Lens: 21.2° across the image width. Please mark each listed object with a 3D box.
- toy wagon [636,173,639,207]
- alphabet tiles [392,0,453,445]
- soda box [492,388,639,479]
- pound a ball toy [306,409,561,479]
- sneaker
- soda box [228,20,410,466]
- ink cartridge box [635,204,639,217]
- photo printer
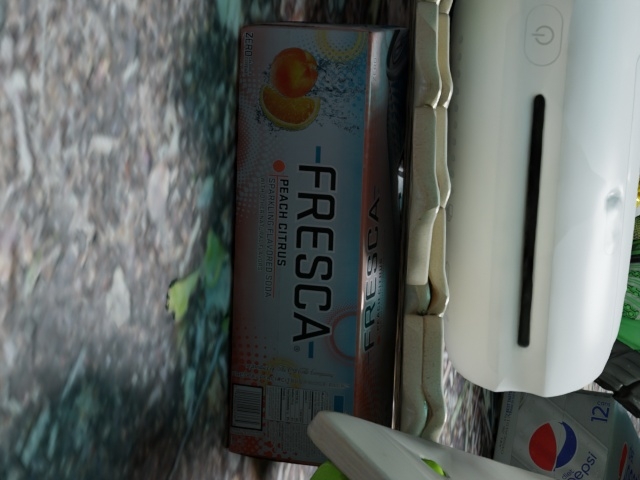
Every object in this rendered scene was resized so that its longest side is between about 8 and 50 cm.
[{"bbox_3d":[0.240,-0.135,1.300,0.267,0.068,0.344,-63,180,39],"label":"toy wagon"},{"bbox_3d":[0.049,-0.006,0.810,0.278,0.021,0.284,89,4,-55],"label":"alphabet tiles"},{"bbox_3d":[0.210,0.193,1.412,0.286,0.091,0.098,46,53,-68],"label":"soda box"},{"bbox_3d":[0.058,0.211,0.710,0.208,0.136,0.319,-52,145,8],"label":"pound a ball toy"},{"bbox_3d":[0.252,0.042,1.280,0.146,0.134,0.343,-47,-175,6],"label":"sneaker"},{"bbox_3d":[0.000,0.000,0.720,0.063,0.058,0.183,-26,121,-70],"label":"soda box"},{"bbox_3d":[0.263,0.005,1.542,0.153,0.087,0.208,-58,150,-55],"label":"ink cartridge box"},{"bbox_3d":[0.133,-0.068,1.001,0.307,0.107,0.256,-64,157,-66],"label":"photo printer"}]
